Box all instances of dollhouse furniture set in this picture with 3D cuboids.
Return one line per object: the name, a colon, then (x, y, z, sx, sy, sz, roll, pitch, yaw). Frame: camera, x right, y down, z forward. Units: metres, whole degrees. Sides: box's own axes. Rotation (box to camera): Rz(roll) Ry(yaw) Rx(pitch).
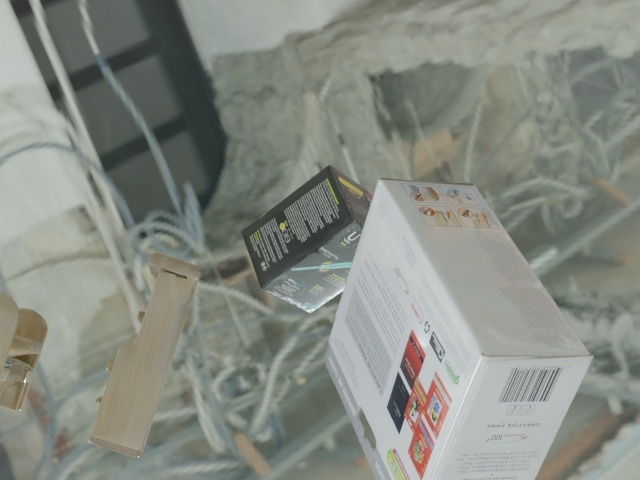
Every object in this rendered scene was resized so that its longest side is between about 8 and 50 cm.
dollhouse furniture set: (-0.384, 0.102, 1.619, 0.394, 0.256, 0.362, 18, 171, -4)

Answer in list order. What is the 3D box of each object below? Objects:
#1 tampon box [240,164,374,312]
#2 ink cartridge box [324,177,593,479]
tampon box: (0.000, 0.000, 1.635, 0.161, 0.120, 0.101, -36, -127, 18)
ink cartridge box: (0.132, 0.128, 1.353, 0.130, 0.272, 0.309, 2, -144, -22)
